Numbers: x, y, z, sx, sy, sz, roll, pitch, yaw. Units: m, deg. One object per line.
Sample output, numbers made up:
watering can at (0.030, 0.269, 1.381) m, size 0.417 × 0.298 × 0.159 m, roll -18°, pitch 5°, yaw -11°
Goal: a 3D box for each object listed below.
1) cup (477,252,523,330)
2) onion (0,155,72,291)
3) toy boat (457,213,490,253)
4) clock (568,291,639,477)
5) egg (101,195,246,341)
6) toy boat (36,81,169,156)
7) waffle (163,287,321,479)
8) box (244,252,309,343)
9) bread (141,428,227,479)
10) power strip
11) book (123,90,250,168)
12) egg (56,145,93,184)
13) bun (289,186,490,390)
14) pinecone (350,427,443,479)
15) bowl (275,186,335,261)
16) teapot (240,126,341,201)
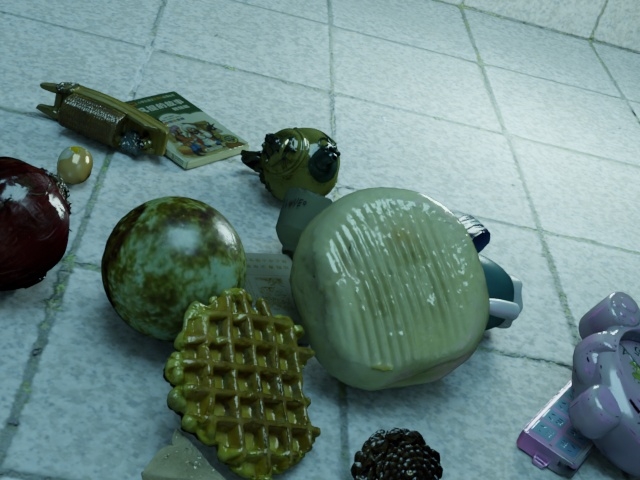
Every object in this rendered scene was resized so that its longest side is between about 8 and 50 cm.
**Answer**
cup at (0.289, 0.100, 1.911) m, size 0.173 × 0.167 × 0.300 m, roll 13°, pitch 6°, yaw -22°
onion at (-0.528, -0.039, 1.680) m, size 0.221 × 0.281 × 0.281 m, roll 55°, pitch 23°, yaw -23°
toy boat at (0.225, -0.043, 2.068) m, size 0.210 × 0.070 × 0.291 m, roll 2°, pitch 23°, yaw -31°
clock at (0.572, 0.273, 1.764) m, size 0.296 × 0.113 × 0.322 m, roll 38°, pitch 40°, yaw -2°
egg at (-0.244, 0.040, 1.670) m, size 0.238 × 0.238 × 0.289 m, roll 9°, pitch 17°, yaw -13°
toy boat at (-0.470, -0.258, 2.149) m, size 0.310 × 0.089 × 0.115 m, roll 26°, pitch 24°, yaw 13°
waffle at (-0.104, 0.215, 1.513) m, size 0.282 × 0.058 × 0.300 m, roll 36°, pitch 44°, yaw -24°
box at (-0.099, 0.102, 1.810) m, size 0.141 × 0.058 × 0.201 m, roll 2°, pitch 34°, yaw -23°
bread at (-0.159, 0.328, 1.373) m, size 0.152 × 0.077 × 0.105 m, roll 6°, pitch 28°, yaw 24°
power strip at (0.447, 0.320, 1.762) m, size 0.109 × 0.037 × 0.279 m, roll 33°, pitch 35°, yaw 23°
book at (-0.321, -0.255, 2.276) m, size 0.264 × 0.027 × 0.202 m, roll 36°, pitch 37°, yaw 26°
egg at (-0.490, -0.148, 1.989) m, size 0.071 × 0.071 × 0.083 m, roll 13°, pitch 34°, yaw -8°
bun at (0.112, 0.094, 1.728) m, size 0.361 × 0.213 × 0.360 m, roll 3°, pitch 75°, yaw -12°
pinecone at (0.110, 0.345, 1.484) m, size 0.140 × 0.140 × 0.121 m, roll 8°, pitch 1°, yaw -15°
bowl at (0.000, 0.000, 1.922) m, size 0.212 × 0.211 × 0.112 m, roll 25°, pitch 76°, yaw 12°
teapot at (-0.067, -0.171, 2.122) m, size 0.270 × 0.173 × 0.182 m, roll 8°, pitch -17°, yaw 36°
